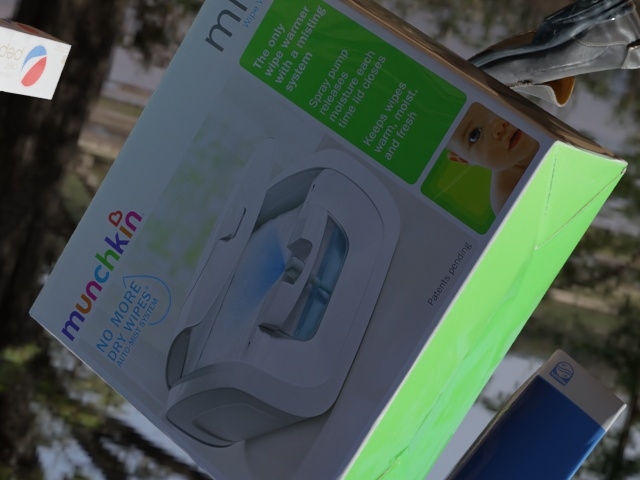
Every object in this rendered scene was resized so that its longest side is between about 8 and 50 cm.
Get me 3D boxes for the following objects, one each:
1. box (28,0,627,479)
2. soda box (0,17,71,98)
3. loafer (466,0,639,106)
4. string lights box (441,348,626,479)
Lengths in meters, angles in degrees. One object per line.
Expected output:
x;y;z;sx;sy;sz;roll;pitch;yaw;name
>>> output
0.000;0.000;0.830;0.231;0.262;0.127;38;-166;25;box
-0.369;-0.213;1.631;0.069;0.073;0.216;25;-172;15;soda box
0.154;-0.120;1.011;0.062;0.061;0.170;-30;-176;-41;loafer
0.129;0.220;1.174;0.077;0.259;0.133;40;150;8;string lights box
